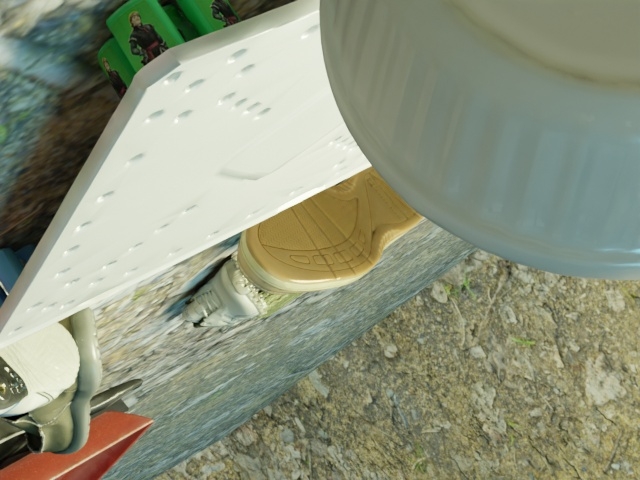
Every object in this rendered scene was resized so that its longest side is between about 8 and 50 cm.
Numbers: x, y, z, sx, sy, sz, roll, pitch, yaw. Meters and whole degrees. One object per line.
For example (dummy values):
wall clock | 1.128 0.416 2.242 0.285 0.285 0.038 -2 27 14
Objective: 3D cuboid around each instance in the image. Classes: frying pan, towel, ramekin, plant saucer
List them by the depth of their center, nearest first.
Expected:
ramekin | 0.132 -0.127 0.614 0.273 0.273 0.127 -32 159 -9
frying pan | -0.342 0.213 1.487 0.326 0.053 0.197 -33 173 -12
plant saucer | -0.347 0.299 1.611 0.259 0.047 0.258 -28 167 -45
towel | -0.034 0.057 1.833 0.148 0.027 0.110 -35 173 6

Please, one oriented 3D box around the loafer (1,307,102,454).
loafer | -0.255 0.129 1.262 0.087 0.094 0.251 -4 152 -18

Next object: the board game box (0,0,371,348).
board game box | -0.024 -0.092 0.917 0.390 0.050 0.390 -27 170 -34

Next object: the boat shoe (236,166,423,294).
boat shoe | 0.000 0.000 1.365 0.098 0.109 0.302 -39 175 31

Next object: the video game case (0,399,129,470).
video game case | -0.391 0.314 1.745 0.248 0.035 0.275 -52 163 24

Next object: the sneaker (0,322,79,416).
sneaker | -0.260 0.100 1.037 0.086 0.085 0.237 -27 170 11

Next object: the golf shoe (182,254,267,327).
golf shoe | -0.107 0.069 1.499 0.086 0.069 0.176 -26 170 -10
